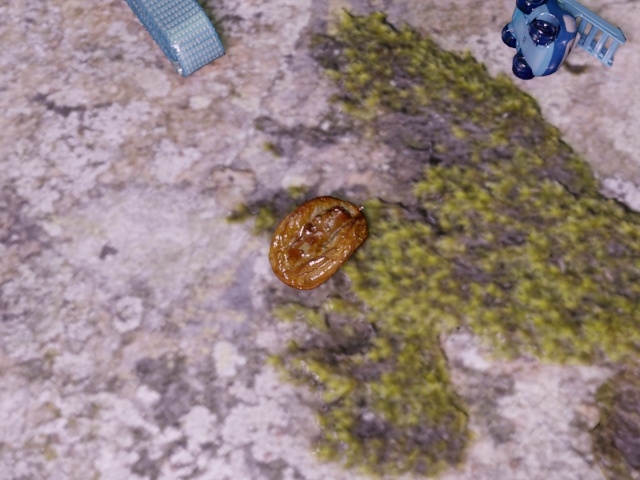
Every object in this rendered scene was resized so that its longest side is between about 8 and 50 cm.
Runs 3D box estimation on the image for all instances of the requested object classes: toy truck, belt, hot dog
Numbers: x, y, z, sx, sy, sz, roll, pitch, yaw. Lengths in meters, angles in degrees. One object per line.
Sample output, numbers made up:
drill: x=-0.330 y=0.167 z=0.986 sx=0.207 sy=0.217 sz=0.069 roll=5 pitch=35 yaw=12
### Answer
toy truck: x=0.200 y=-0.169 z=1.043 sx=0.090 sy=0.056 sz=0.073 roll=0 pitch=54 yaw=-14
belt: x=-0.141 y=-0.218 z=1.046 sx=0.065 sy=0.100 sz=0.179 roll=-32 pitch=68 yaw=-12
hot dog: x=0.000 y=0.000 z=0.958 sx=0.058 sy=0.035 sz=0.083 roll=37 pitch=67 yaw=22
